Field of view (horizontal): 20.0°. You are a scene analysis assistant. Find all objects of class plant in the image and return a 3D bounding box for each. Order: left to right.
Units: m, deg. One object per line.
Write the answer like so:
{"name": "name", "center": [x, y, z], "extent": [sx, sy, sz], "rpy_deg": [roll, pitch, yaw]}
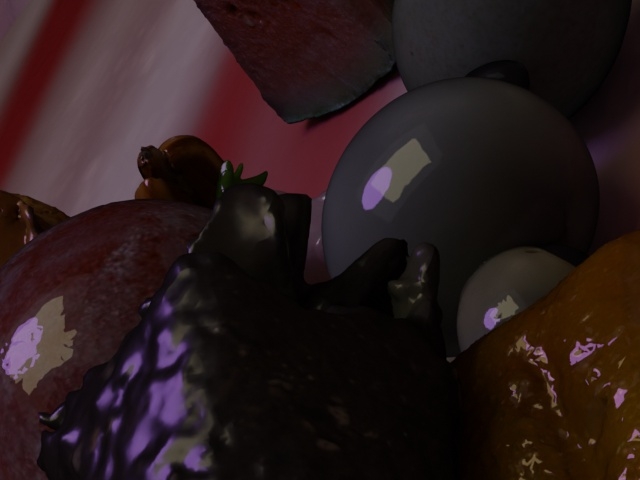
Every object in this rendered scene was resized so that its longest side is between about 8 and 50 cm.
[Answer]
{"name": "plant", "center": [-0.034, 0.097, 0.950], "extent": [0.199, 0.188, 0.276], "rpy_deg": [-53, 23, 26]}

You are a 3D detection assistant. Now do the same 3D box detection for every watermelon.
{"name": "watermelon", "center": [-0.041, -0.244, 1.705], "extent": [0.193, 0.256, 0.140], "rpy_deg": [-24, 39, 42]}

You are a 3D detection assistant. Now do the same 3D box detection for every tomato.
{"name": "tomato", "center": [-0.119, 0.130, 1.292], "extent": [0.282, 0.317, 0.317], "rpy_deg": [-16, 27, -2]}

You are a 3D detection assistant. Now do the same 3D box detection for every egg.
{"name": "egg", "center": [0.138, -0.166, 1.318], "extent": [0.236, 0.169, 0.169], "rpy_deg": [103, -176, -57]}

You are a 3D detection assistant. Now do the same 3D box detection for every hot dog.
{"name": "hot dog", "center": [-0.095, -0.017, 1.563], "extent": [0.062, 0.236, 0.092], "rpy_deg": [21, 70, 37]}

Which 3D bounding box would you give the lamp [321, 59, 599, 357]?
{"name": "lamp", "center": [0.106, 0.004, 1.194], "extent": [0.198, 0.198, 0.244], "rpy_deg": [-49, 46, 18]}

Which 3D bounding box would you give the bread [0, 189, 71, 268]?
{"name": "bread", "center": [-0.316, 0.128, 1.619], "extent": [0.398, 0.398, 0.215], "rpy_deg": [-53, 11, 9]}

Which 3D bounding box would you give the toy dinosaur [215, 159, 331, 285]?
{"name": "toy dinosaur", "center": [0.000, -0.004, 1.474], "extent": [0.194, 0.177, 0.152], "rpy_deg": [103, 172, -46]}

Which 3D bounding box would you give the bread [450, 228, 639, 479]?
{"name": "bread", "center": [0.134, 0.171, 0.927], "extent": [0.337, 0.148, 0.328], "rpy_deg": [-44, 25, 31]}
